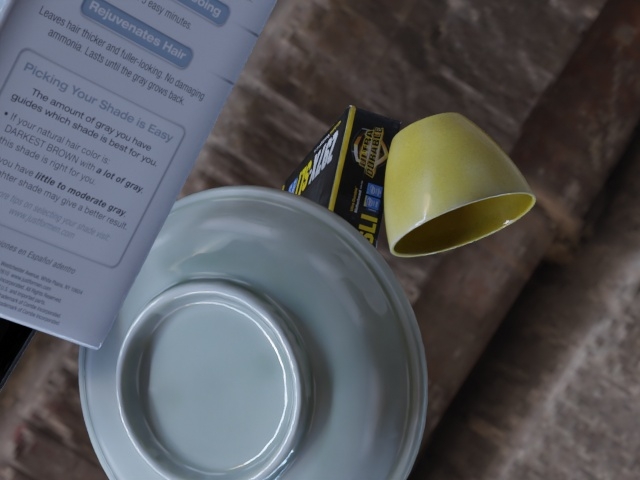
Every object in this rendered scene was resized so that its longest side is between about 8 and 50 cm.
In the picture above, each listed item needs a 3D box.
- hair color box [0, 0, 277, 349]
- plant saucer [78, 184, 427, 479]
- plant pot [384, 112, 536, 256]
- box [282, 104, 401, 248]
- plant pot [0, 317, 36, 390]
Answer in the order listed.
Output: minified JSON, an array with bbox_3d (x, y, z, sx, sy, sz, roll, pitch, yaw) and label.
[{"bbox_3d":[-0.163,-0.133,0.972,0.185,0.374,0.113,25,-177,-43],"label":"hair color box"},{"bbox_3d":[-0.093,0.145,1.444,0.400,0.400,0.100,32,-166,18],"label":"plant saucer"},{"bbox_3d":[0.109,-0.055,1.251,0.134,0.134,0.095,46,-157,-73],"label":"plant pot"},{"bbox_3d":[0.000,0.000,1.859,0.079,0.257,0.322,18,161,-11],"label":"box"},{"bbox_3d":[-0.394,0.084,1.481,0.187,0.188,0.167,30,153,-6],"label":"plant pot"}]
